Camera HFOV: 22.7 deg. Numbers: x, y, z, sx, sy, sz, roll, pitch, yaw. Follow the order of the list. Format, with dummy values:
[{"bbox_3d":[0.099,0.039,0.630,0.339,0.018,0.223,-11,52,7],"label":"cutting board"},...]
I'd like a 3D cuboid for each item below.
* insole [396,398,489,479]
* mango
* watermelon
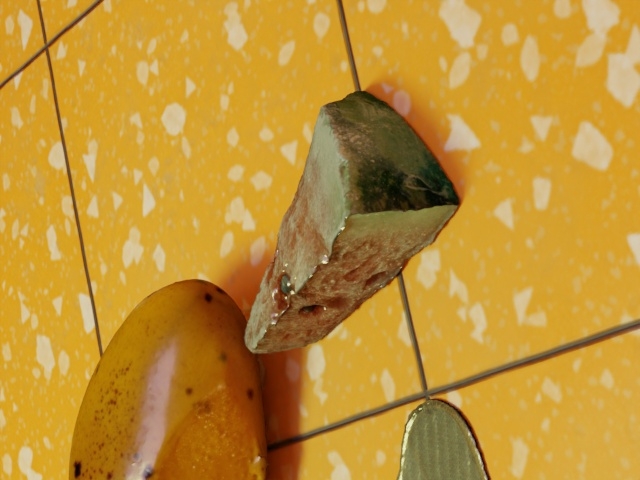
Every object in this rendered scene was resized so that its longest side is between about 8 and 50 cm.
[{"bbox_3d":[0.104,0.298,1.242,0.119,0.009,0.348,-4,89,52],"label":"insole"},{"bbox_3d":[-0.136,0.167,1.435,0.191,0.160,0.290,35,116,57],"label":"mango"},{"bbox_3d":[0.000,0.000,1.311,0.241,0.094,0.154,-63,39,37],"label":"watermelon"}]
